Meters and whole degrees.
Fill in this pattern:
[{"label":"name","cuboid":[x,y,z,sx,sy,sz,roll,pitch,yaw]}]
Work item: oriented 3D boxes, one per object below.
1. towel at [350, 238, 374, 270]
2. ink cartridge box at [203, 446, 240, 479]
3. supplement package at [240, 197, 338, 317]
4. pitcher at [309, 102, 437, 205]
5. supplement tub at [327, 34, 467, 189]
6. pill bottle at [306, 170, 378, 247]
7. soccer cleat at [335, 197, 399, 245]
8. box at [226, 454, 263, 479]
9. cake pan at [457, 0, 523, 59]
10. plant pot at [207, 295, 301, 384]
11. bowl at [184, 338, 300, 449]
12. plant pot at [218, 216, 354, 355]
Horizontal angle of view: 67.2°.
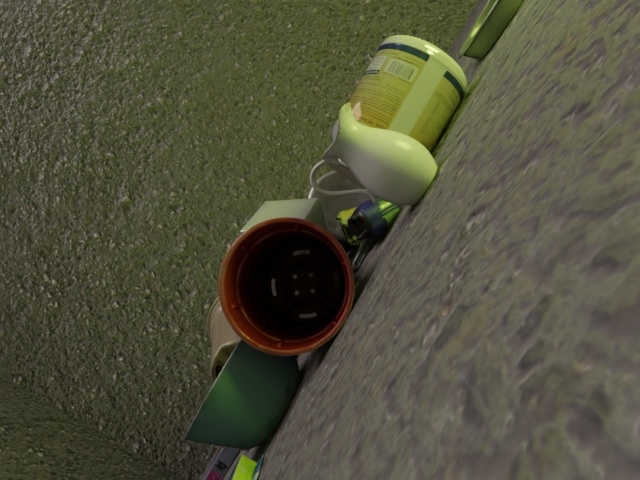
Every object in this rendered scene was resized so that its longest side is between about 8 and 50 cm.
[{"label":"towel","cuboid":[0.105,0.032,1.290,0.113,0.023,0.152,-59,0,-9]},{"label":"ink cartridge box","cuboid":[-0.283,0.662,1.630,0.311,0.065,0.186,-58,1,21]},{"label":"supplement package","cuboid":[-0.073,0.050,1.356,0.175,0.177,0.293,-60,-38,-52]},{"label":"pitcher","cuboid":[0.097,-0.133,0.913,0.178,0.207,0.125,-60,0,20]},{"label":"supplement tub","cuboid":[0.166,-0.274,1.113,0.316,0.228,0.228,-59,0,0]},{"label":"pill bottle","cuboid":[0.046,-0.068,1.618,0.224,0.224,0.392,-60,0,-15]},{"label":"soccer cleat","cuboid":[0.115,-0.050,1.180,0.121,0.094,0.289,-29,3,-8]},{"label":"box","cuboid":[-0.174,0.497,0.914,0.178,0.042,0.109,-61,1,0]},{"label":"cake pan","cuboid":[0.435,-0.565,1.160,0.293,0.054,0.293,-60,0,1]},{"label":"plant pot","cuboid":[-0.223,0.346,1.552,0.334,0.333,0.305,-60,11,14]},{"label":"bowl","cuboid":[-0.159,0.348,1.111,0.312,0.163,0.311,-59,0,1]},{"label":"plant pot","cuboid":[-0.055,0.100,1.074,0.273,0.272,0.265,-60,-8,-1]}]
